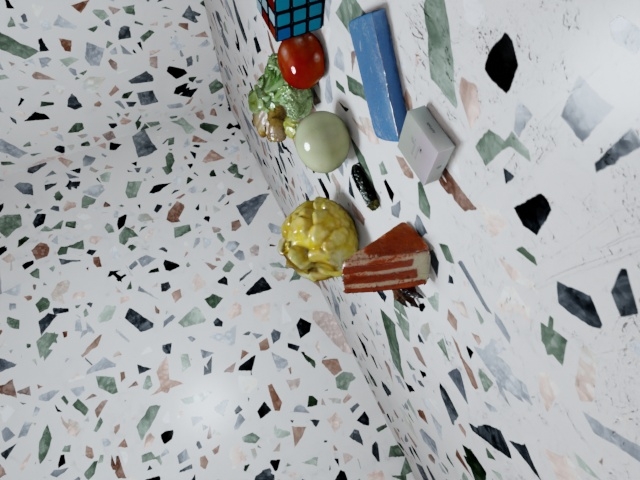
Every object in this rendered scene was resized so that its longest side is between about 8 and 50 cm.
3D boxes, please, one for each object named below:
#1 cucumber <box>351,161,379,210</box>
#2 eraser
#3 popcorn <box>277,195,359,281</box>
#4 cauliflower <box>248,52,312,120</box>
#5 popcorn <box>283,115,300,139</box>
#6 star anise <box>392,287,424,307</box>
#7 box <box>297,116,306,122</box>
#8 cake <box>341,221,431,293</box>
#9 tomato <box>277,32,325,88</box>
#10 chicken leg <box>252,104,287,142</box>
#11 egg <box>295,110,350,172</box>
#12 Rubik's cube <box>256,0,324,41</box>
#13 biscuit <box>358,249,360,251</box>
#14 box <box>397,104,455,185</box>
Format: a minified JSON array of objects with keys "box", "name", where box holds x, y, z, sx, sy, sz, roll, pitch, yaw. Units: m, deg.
[{"box":[0.151,-0.186,1.499,0.053,0.053,0.181,105,143,-71],"name":"cucumber"},{"box":[0.149,-0.404,1.098,0.144,0.043,0.311,42,153,63],"name":"eraser"},{"box":[0.004,-0.008,1.854,0.353,0.345,0.390,-60,12,24],"name":"popcorn"},{"box":[-0.165,-0.572,1.664,0.272,0.251,0.275,66,168,-6],"name":"cauliflower"},{"box":[-0.104,-0.503,1.909,0.106,0.120,0.116,10,170,39],"name":"popcorn"},{"box":[0.253,0.142,1.529,0.271,0.103,0.272,59,167,23],"name":"star anise"},{"box":[-0.090,-0.549,1.854,0.024,0.053,0.083,106,140,-73],"name":"box"},{"box":[0.186,0.049,1.331,0.159,0.263,0.158,-97,1,-48],"name":"cake"},{"box":[-0.068,-0.601,1.456,0.195,0.136,0.194,158,90,-78],"name":"tomato"},{"box":[-0.197,-0.594,1.976,0.409,0.182,0.294,122,144,-56],"name":"chicken leg"},{"box":[0.008,-0.332,1.500,0.253,0.189,0.188,86,158,-66],"name":"egg"},{"box":[-0.092,-0.719,1.282,0.162,0.161,0.163,100,146,-70],"name":"Rubik's cube"},{"box":[0.172,0.098,1.975,0.220,0.029,0.141,-127,19,-51],"name":"biscuit"},{"box":[0.242,-0.219,1.014,0.130,0.051,0.129,62,167,23],"name":"box"}]
